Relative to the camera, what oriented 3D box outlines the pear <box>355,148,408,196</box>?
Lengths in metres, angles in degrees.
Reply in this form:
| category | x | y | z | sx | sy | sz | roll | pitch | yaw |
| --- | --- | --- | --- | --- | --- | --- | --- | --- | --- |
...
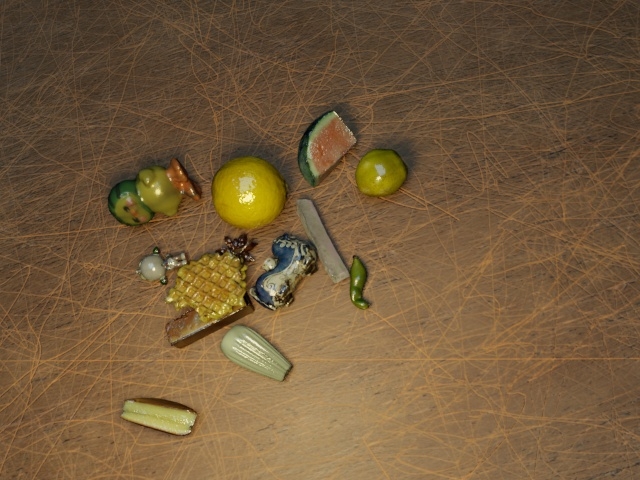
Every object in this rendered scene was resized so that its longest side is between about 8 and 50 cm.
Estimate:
| category | x | y | z | sx | sy | sz | roll | pitch | yaw |
| --- | --- | --- | --- | --- | --- | --- | --- | --- | --- |
| pear | 0.223 | -0.254 | 1.943 | 0.199 | 0.198 | 0.198 | -2 | 69 | 6 |

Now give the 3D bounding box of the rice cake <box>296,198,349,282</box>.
| category | x | y | z | sx | sy | sz | roll | pitch | yaw |
| --- | --- | --- | --- | --- | --- | --- | --- | --- | --- |
| rice cake | 0.000 | 0.000 | 1.933 | 0.073 | 0.056 | 0.364 | -19 | 65 | -20 |

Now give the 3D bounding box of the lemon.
| category | x | y | z | sx | sy | sz | roll | pitch | yaw |
| --- | --- | --- | --- | --- | --- | --- | --- | --- | --- |
| lemon | -0.266 | -0.176 | 1.928 | 0.294 | 0.293 | 0.292 | -2 | 69 | 6 |

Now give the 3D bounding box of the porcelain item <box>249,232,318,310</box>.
| category | x | y | z | sx | sy | sz | roll | pitch | yaw |
| --- | --- | --- | --- | --- | --- | --- | --- | --- | --- |
| porcelain item | -0.141 | 0.108 | 1.875 | 0.186 | 0.138 | 0.288 | 31 | 74 | 21 |

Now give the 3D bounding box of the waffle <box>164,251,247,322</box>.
| category | x | y | z | sx | sy | sz | roll | pitch | yaw |
| --- | --- | --- | --- | --- | --- | --- | --- | --- | --- |
| waffle | -0.394 | 0.164 | 1.844 | 0.301 | 0.058 | 0.281 | 0 | 54 | 18 |

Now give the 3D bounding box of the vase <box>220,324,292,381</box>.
| category | x | y | z | sx | sy | sz | roll | pitch | yaw |
| --- | --- | --- | --- | --- | --- | --- | --- | --- | --- |
| vase | -0.215 | 0.391 | 1.782 | 0.248 | 0.128 | 0.128 | 30 | 75 | 8 |

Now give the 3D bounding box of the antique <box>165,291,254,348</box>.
| category | x | y | z | sx | sy | sz | roll | pitch | yaw |
| --- | --- | --- | --- | --- | --- | --- | --- | --- | --- |
| antique | -0.398 | 0.274 | 1.865 | 0.310 | 0.087 | 0.093 | -28 | 66 | -4 |

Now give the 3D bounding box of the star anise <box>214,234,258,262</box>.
| category | x | y | z | sx | sy | sz | roll | pitch | yaw |
| --- | --- | --- | --- | --- | --- | --- | --- | --- | --- |
| star anise | -0.316 | 0.044 | 1.961 | 0.168 | 0.057 | 0.167 | -5 | 63 | 11 |

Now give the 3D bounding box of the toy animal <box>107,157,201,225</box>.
| category | x | y | z | sx | sy | sz | roll | pitch | yaw |
| --- | --- | --- | --- | --- | --- | --- | --- | --- | --- |
| toy animal | -0.657 | -0.187 | 2.029 | 0.339 | 0.216 | 0.191 | -27 | 41 | 0 |

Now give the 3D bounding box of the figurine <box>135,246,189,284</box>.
| category | x | y | z | sx | sy | sz | roll | pitch | yaw |
| --- | --- | --- | --- | --- | --- | --- | --- | --- | --- |
| figurine | -0.593 | 0.094 | 1.962 | 0.197 | 0.093 | 0.147 | -14 | 90 | -7 |

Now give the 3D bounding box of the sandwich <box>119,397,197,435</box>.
| category | x | y | z | sx | sy | sz | roll | pitch | yaw |
| --- | --- | --- | --- | --- | --- | --- | --- | --- | --- |
| sandwich | -0.534 | 0.589 | 1.756 | 0.258 | 0.096 | 0.094 | 11 | 77 | 10 |

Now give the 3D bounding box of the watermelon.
| category | x | y | z | sx | sy | sz | roll | pitch | yaw |
| --- | --- | --- | --- | --- | --- | --- | --- | --- | --- |
| watermelon | 0.025 | -0.367 | 2.042 | 0.226 | 0.148 | 0.318 | 10 | 72 | 3 |

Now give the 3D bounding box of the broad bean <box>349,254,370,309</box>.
| category | x | y | z | sx | sy | sz | roll | pitch | yaw |
| --- | --- | --- | --- | --- | --- | --- | --- | --- | --- |
| broad bean | 0.135 | 0.147 | 1.869 | 0.071 | 0.048 | 0.213 | -12 | 65 | 12 |
